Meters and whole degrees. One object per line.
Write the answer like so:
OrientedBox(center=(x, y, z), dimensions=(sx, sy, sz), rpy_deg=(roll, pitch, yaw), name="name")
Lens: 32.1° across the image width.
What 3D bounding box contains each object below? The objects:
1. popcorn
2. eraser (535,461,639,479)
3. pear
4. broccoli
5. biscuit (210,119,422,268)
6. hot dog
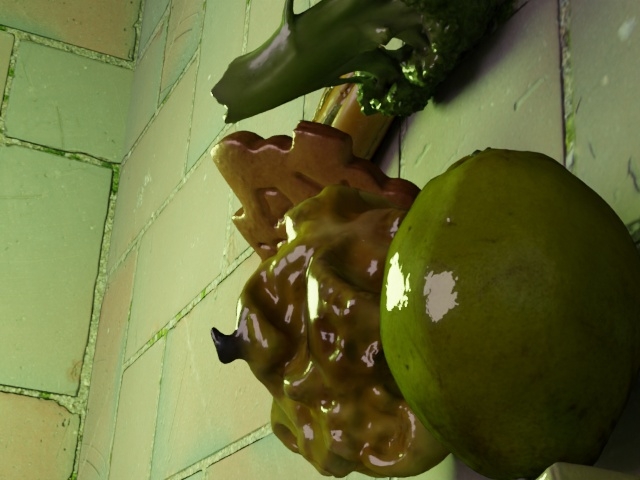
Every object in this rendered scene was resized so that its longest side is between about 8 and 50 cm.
OrientedBox(center=(0.032, 0.090, 1.107), dimensions=(0.316, 0.281, 0.297), rpy_deg=(135, 127, -74), name="popcorn")
OrientedBox(center=(0.177, 0.236, 0.832), dimensions=(0.058, 0.117, 0.172), rpy_deg=(-97, 29, -41), name="eraser")
OrientedBox(center=(0.151, 0.057, 0.879), dimensions=(0.212, 0.212, 0.269), rpy_deg=(156, 109, -64), name="pear")
OrientedBox(center=(0.051, -0.251, 1.267), dimensions=(0.302, 0.254, 0.186), rpy_deg=(-35, 52, 31), name="broccoli")
OrientedBox(center=(0.000, 0.000, 1.309), dimensions=(0.043, 0.284, 0.306), rpy_deg=(-52, -29, -45), name="biscuit")
OrientedBox(center=(0.004, -0.110, 1.492), dimensions=(0.135, 0.100, 0.337), rpy_deg=(-103, 34, -47), name="hot dog")
